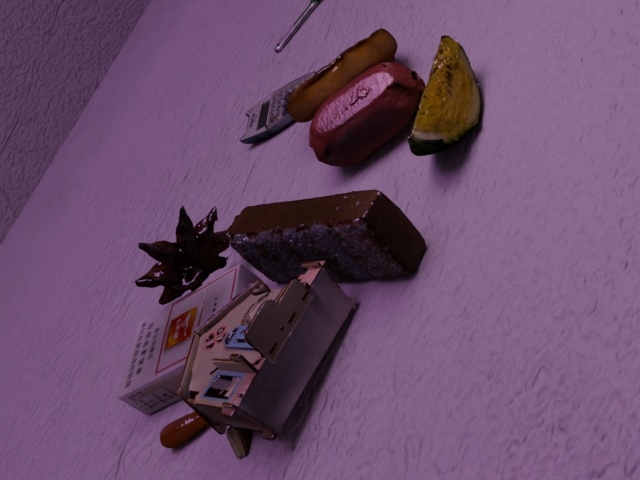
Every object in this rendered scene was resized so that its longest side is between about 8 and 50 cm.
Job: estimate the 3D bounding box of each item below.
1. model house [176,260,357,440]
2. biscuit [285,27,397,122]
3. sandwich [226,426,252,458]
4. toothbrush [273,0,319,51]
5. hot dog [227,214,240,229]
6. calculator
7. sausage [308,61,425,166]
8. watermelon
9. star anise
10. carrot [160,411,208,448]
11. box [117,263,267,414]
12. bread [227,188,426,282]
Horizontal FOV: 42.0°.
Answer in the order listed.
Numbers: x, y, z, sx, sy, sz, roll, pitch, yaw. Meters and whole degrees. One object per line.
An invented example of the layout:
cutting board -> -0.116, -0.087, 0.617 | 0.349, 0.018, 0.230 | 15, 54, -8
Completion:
model house -> -0.122, 0.184, 1.487 | 0.244, 0.169, 0.326 | -10, 41, 51
biscuit -> 0.052, -0.370, 1.914 | 0.296, 0.102, 0.296 | -37, 5, 4
sandwich -> -0.146, 0.344, 1.495 | 0.031, 0.044, 0.083 | -34, 31, 32
toothbrush -> -0.014, -0.742, 2.538 | 0.418, 0.040, 0.042 | -52, 32, -4
hot dog -> -0.156, -0.014, 1.894 | 0.072, 0.055, 0.188 | -55, 31, -4
calculator -> -0.100, -0.356, 2.219 | 0.268, 0.040, 0.177 | -28, 37, 31
sausage -> 0.093, -0.263, 1.760 | 0.280, 0.152, 0.152 | -35, 33, 24
watermelon -> 0.229, -0.257, 1.593 | 0.123, 0.129, 0.301 | -17, 38, 39
star anise -> -0.276, 0.045, 1.803 | 0.272, 0.272, 0.102 | -47, 58, 3
carrot -> -0.226, 0.340, 1.608 | 0.216, 0.048, 0.048 | -33, 34, 17
box -> -0.267, 0.210, 1.753 | 0.330, 0.095, 0.210 | -28, 37, 29
bread -> 0.000, 0.000, 1.570 | 0.417, 0.165, 0.113 | -6, 50, 51
